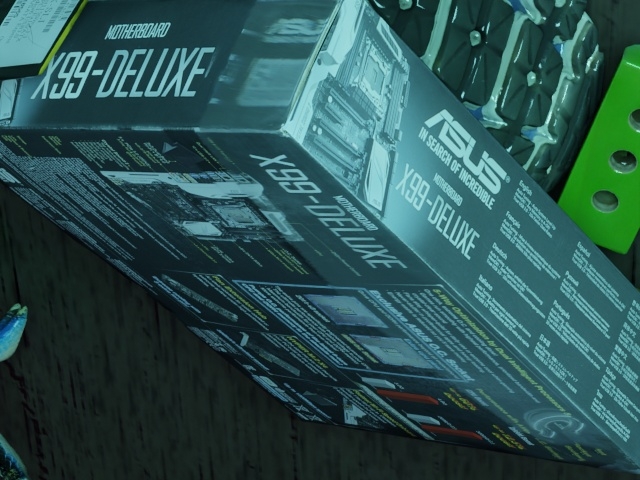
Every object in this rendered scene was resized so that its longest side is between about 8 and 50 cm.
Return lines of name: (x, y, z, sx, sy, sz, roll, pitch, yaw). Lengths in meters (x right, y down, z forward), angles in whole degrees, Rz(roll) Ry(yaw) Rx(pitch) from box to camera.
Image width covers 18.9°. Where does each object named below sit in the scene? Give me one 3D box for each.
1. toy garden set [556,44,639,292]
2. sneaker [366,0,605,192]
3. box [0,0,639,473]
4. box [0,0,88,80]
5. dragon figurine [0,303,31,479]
toy garden set: (0.237, 0.018, 0.984, 0.244, 0.049, 0.203, 21, 130, 3)
sneaker: (-0.006, -0.128, 0.952, 0.330, 0.129, 0.147, 30, 174, -16)
box: (0.000, 0.000, 0.926, 0.242, 0.076, 0.307, 3, 150, 45)
box: (-0.184, -0.265, 0.803, 0.322, 0.079, 0.257, 42, 116, 13)
dragon figurine: (-0.252, 0.049, 1.105, 0.144, 0.289, 0.085, 3, 135, -26)
